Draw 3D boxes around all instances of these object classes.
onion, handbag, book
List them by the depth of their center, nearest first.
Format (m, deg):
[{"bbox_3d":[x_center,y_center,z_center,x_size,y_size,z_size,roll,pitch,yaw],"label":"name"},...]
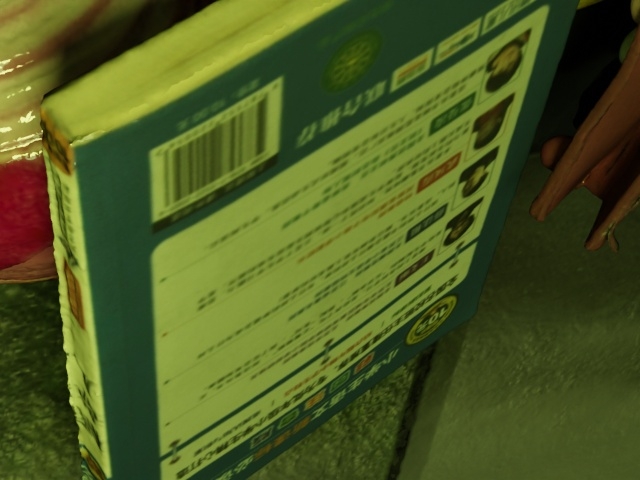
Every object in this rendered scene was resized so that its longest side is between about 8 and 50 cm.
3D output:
[{"bbox_3d":[-0.107,-0.041,0.721,0.250,0.111,0.247,-30,147,-7],"label":"onion"},{"bbox_3d":[0.000,0.000,0.776,0.300,0.039,0.428,-33,156,-24],"label":"book"},{"bbox_3d":[0.207,-0.116,0.817,0.203,0.074,0.216,-50,172,-32],"label":"handbag"}]

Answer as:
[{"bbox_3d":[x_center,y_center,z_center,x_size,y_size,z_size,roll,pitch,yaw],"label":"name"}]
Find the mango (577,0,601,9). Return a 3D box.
[{"bbox_3d":[0.126,-0.178,0.781,0.191,0.085,0.122,29,98,-48],"label":"mango"}]
